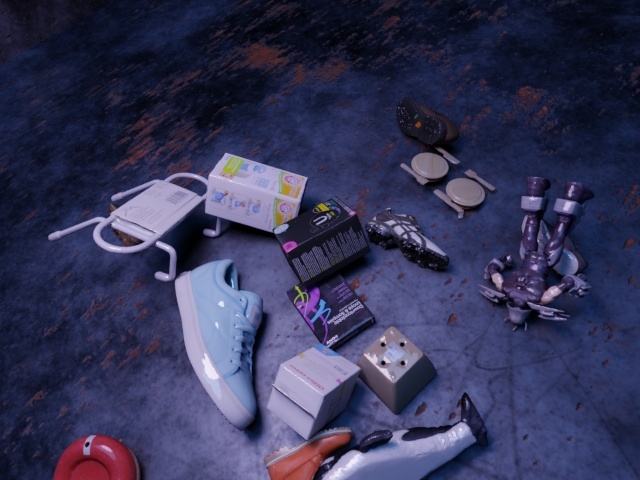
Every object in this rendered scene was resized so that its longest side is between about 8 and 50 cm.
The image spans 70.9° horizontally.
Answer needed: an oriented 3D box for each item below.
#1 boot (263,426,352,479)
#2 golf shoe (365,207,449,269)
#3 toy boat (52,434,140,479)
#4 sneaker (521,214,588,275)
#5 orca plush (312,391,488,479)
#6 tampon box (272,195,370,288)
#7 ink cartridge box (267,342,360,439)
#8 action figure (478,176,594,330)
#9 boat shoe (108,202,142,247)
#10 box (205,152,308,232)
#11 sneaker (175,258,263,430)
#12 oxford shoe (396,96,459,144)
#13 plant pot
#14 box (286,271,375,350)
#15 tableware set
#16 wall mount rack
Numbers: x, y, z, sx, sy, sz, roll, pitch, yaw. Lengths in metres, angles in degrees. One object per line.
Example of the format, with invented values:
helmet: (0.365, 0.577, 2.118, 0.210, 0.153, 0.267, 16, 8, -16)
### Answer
boot: (-0.009, 0.367, 0.739, 0.157, 0.059, 0.085, -28, 56, 2)
golf shoe: (0.193, -0.013, 0.951, 0.198, 0.077, 0.094, 30, 66, 28)
toy boat: (-0.394, 0.432, 0.717, 0.150, 0.151, 0.231, -5, 54, 9)
sneaker: (0.467, 0.008, 0.897, 0.064, 0.061, 0.158, -4, 50, -24)
orca plush: (0.113, 0.321, 0.716, 0.287, 0.151, 0.102, -31, 23, -7)
tampon box: (0.000, 0.000, 0.946, 0.160, 0.102, 0.120, -29, 30, -8)
ink cartridge box: (-0.015, 0.250, 0.754, 0.092, 0.143, 0.090, 27, 109, 28)
action figure: (0.403, 0.031, 0.824, 0.185, 0.099, 0.285, 18, 89, 37)
boat shoe: (-0.500, -0.038, 1.136, 0.178, 0.064, 0.060, 38, 89, 37)
box: (-0.142, -0.103, 1.019, 0.203, 0.103, 0.114, 17, 37, -1)
sneaker: (-0.173, 0.169, 0.866, 0.150, 0.135, 0.366, -29, 54, -3)
oxford shoe: (0.270, -0.300, 1.151, 0.096, 0.083, 0.227, 0, 37, -27)
plant pot: (0.129, 0.216, 0.787, 0.109, 0.096, 0.109, -40, 56, -15)
box: (0.019, 0.134, 0.914, 0.116, 0.029, 0.162, -33, 55, -11)
tableware set: (0.289, -0.134, 1.041, 0.128, 0.039, 0.194, -30, 59, -24)
wall mount rack: (-0.404, -0.047, 1.007, 0.303, 0.131, 0.350, 22, 34, 7)
